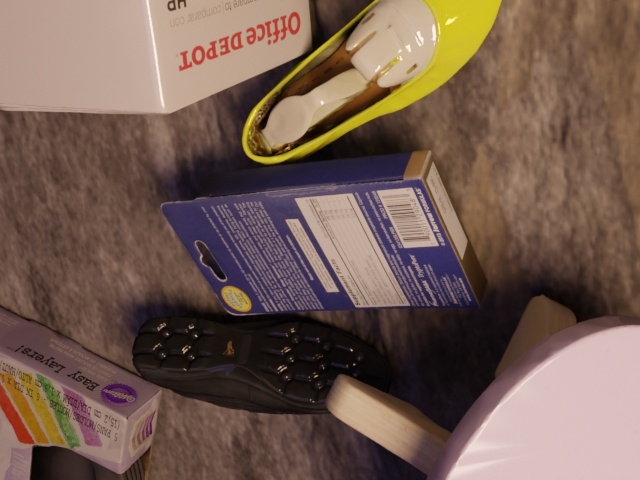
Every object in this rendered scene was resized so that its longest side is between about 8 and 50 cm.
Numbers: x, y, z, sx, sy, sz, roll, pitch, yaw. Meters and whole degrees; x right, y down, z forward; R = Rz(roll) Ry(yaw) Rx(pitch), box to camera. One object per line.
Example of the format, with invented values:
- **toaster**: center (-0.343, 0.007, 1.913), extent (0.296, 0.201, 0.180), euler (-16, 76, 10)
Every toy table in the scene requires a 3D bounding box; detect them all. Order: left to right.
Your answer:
- **toy table**: center (0.135, 0.167, 0.762), extent (0.252, 0.161, 0.274), euler (37, 91, -16)

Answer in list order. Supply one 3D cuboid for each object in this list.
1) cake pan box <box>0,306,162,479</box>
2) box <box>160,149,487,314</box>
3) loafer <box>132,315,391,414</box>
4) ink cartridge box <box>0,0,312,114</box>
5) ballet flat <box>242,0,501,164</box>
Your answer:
- **cake pan box**: center (-0.285, 0.205, 1.106), extent (0.267, 0.070, 0.246), euler (24, 122, 17)
- **box**: center (0.000, 0.000, 0.853), extent (0.225, 0.036, 0.136), euler (-4, 134, 28)
- **loafer**: center (-0.048, 0.107, 0.940), extent (0.223, 0.076, 0.078), euler (6, 156, 15)
- **ink cartridge box**: center (-0.144, -0.240, 0.757), extent (0.197, 0.198, 0.270), euler (6, 114, 28)
- **ballet flat**: center (0.028, -0.119, 0.792), extent (0.231, 0.077, 0.077), euler (-33, 89, 34)
